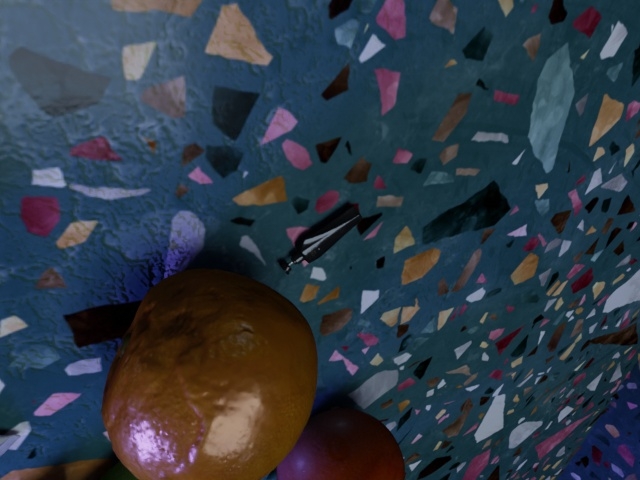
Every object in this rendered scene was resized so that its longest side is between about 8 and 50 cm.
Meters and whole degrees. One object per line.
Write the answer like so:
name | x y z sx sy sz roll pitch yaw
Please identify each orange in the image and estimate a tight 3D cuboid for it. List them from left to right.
orange | -0.128 0.167 0.578 0.261 0.261 0.261 -18 129 -23

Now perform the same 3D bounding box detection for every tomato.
tomato | 0.038 0.447 0.913 0.256 0.224 0.255 -20 130 -26

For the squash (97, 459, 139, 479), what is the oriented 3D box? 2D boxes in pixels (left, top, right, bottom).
squash | -0.198 0.306 0.737 0.395 0.107 0.107 -42 135 -2

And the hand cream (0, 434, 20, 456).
hand cream | -0.486 0.250 0.533 0.133 0.083 0.248 -41 145 0

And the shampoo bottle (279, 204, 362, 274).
shampoo bottle | 0.000 0.000 0.700 0.137 0.027 0.048 -37 132 -5
